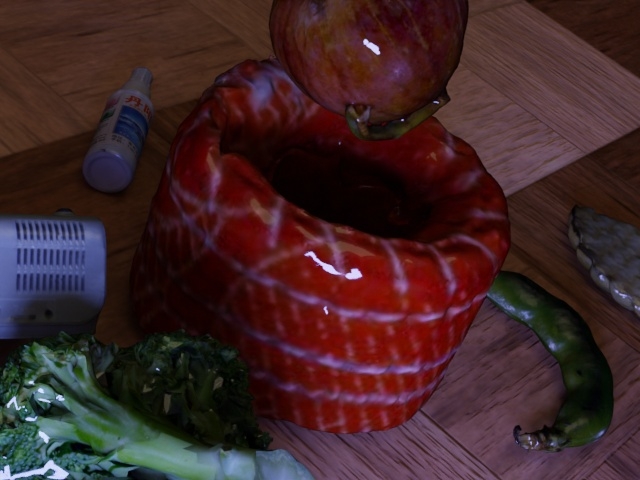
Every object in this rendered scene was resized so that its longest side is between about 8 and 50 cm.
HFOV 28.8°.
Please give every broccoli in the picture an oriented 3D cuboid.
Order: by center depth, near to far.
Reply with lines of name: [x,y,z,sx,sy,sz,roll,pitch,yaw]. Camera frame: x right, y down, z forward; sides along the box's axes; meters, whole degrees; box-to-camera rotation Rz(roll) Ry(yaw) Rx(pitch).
broccoli: [-0.108,0.204,0.878,0.308,0.275,0.308,24,57,-44]

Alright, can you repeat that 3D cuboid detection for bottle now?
bottle: [-0.225,-0.137,1.430,0.060,0.060,0.217,17,36,-10]

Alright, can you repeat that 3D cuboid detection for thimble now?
thimble: [0.000,0.000,1.235,0.350,0.230,0.350,17,35,-12]

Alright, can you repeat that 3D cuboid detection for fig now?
fig: [0.053,-0.190,1.171,0.205,0.205,0.205,15,36,-12]

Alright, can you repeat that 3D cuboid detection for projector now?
projector: [-0.306,0.027,1.023,0.198,0.250,0.108,2,86,-28]

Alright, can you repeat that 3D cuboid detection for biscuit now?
biscuit: [0.438,0.054,1.581,0.273,0.036,0.187,21,35,-4]

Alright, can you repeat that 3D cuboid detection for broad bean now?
broad bean: [0.249,0.125,1.368,0.144,0.049,0.292,11,38,-16]
